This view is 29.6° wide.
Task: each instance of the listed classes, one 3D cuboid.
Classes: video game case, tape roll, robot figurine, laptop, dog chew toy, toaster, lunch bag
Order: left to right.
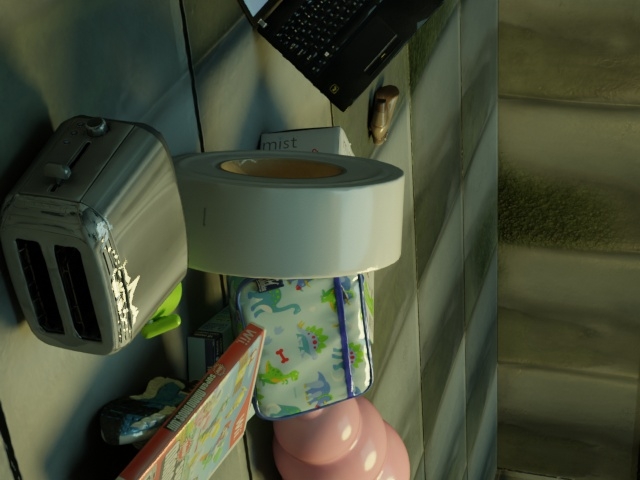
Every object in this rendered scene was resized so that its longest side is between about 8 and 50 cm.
[{"bbox_3d":[-0.210,0.005,1.138,0.146,0.129,0.227,-58,152,-47],"label":"toaster"},{"bbox_3d":[-0.193,0.055,1.303,0.101,0.067,0.115,69,17,4],"label":"robot figurine"},{"bbox_3d":[-0.155,0.247,1.394,0.285,0.025,0.204,-50,160,-46],"label":"video game case"},{"bbox_3d":[-0.047,-0.036,1.383,0.286,0.286,0.100,-33,127,-68],"label":"tape roll"},{"bbox_3d":[-0.023,0.111,1.546,0.090,0.176,0.219,-129,-149,-62],"label":"lunch bag"},{"bbox_3d":[0.019,0.320,1.863,0.332,0.207,0.206,66,34,-51],"label":"dog chew toy"},{"bbox_3d":[0.027,-0.344,1.592,0.234,0.264,0.136,-48,-168,-6],"label":"laptop"}]

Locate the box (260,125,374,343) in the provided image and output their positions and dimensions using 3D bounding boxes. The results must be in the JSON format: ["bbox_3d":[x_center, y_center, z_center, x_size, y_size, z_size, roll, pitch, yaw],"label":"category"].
[{"bbox_3d":[0.000,0.000,1.747,0.262,0.127,0.231,62,26,-61],"label":"box"}]

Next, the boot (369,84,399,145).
[{"bbox_3d":[0.118,-0.233,2.267,0.118,0.042,0.087,-53,151,-57],"label":"boot"}]

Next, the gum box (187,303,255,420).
[{"bbox_3d":[-0.122,0.174,1.619,0.184,0.041,0.157,-41,134,-67],"label":"gum box"}]

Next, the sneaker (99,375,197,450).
[{"bbox_3d":[-0.192,0.214,1.368,0.191,0.071,0.083,-17,117,-71],"label":"sneaker"}]
